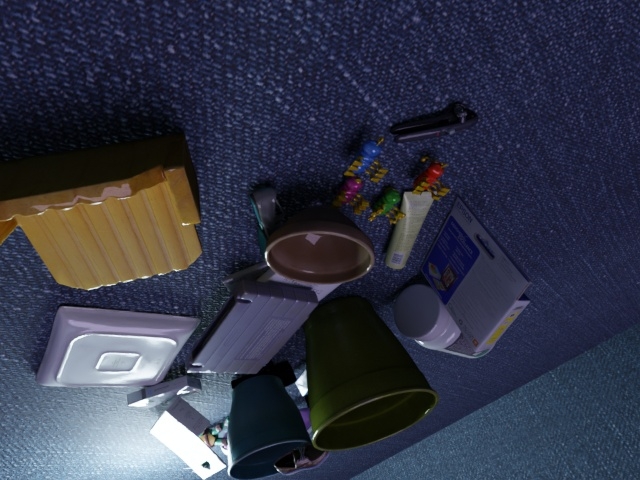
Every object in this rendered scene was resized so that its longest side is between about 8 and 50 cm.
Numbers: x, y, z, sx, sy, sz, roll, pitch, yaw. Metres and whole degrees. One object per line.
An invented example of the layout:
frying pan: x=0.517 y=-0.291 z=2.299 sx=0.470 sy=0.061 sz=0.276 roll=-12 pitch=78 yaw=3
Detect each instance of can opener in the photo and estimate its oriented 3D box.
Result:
can opener: x=0.239 y=-0.236 z=0.884 sx=0.186 sy=0.059 sz=0.073 roll=-15 pitch=140 yaw=-8

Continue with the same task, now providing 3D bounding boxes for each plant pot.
plant pot: x=-0.185 y=0.601 z=1.399 sx=0.272 sy=0.255 sz=0.271 roll=-12 pitch=137 yaw=-11
plant pot: x=0.000 y=0.000 z=0.934 sx=0.237 sy=0.109 sz=0.237 roll=2 pitch=149 yaw=1
plant pot: x=0.104 y=0.375 z=1.267 sx=0.367 sy=0.353 sz=0.366 roll=-13 pitch=139 yaw=-11

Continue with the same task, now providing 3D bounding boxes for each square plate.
square plate: x=-0.550 y=0.311 z=1.149 sx=0.344 sy=0.049 sz=0.347 roll=13 pitch=129 yaw=-33

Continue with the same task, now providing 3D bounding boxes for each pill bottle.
pill bottle: x=0.419 y=0.267 z=1.401 sx=0.361 sy=0.204 sz=0.204 roll=23 pitch=123 yaw=-40

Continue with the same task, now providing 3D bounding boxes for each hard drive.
hard drive: x=-0.093 y=0.144 z=1.141 sx=0.307 sy=0.040 sz=0.203 roll=-40 pitch=137 yaw=20

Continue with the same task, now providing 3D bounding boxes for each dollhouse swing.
dollhouse swing: x=-0.374 y=0.007 z=0.727 sx=0.347 sy=0.315 sz=0.304 roll=-12 pitch=118 yaw=-12

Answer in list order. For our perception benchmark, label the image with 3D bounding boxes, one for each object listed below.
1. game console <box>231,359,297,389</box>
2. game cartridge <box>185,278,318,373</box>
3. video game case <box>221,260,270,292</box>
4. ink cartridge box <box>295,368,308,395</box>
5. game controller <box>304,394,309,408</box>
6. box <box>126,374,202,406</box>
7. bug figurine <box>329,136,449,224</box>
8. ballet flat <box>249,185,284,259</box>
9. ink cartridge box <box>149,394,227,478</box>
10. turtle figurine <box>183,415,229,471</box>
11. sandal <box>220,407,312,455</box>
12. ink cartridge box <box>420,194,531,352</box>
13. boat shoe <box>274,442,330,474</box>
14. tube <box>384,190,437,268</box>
game console: x=-0.221 y=0.441 z=1.438 sx=0.213 sy=0.044 sz=0.361 roll=-20 pitch=139 yaw=-2
game cartridge: x=-0.186 y=0.243 z=1.134 sx=0.230 sy=0.068 sz=0.355 roll=12 pitch=129 yaw=-39
video game case: x=-0.161 y=0.114 z=1.125 sx=0.157 sy=0.019 sz=0.143 roll=-22 pitch=140 yaw=-1
ink cartridge box: x=0.009 y=0.500 z=1.568 sx=0.180 sy=0.060 sz=0.104 roll=-7 pitch=140 yaw=-42
game controller: x=0.027 y=0.688 z=1.798 sx=0.167 sy=0.067 sz=0.319 roll=-16 pitch=139 yaw=-7
box: x=-0.491 y=0.483 z=1.343 sx=0.186 sy=0.038 sz=0.145 roll=-16 pitch=156 yaw=-4
bug figurine: x=0.142 y=-0.129 z=0.943 sx=0.279 sy=0.072 sz=0.216 roll=10 pitch=141 yaw=-34
ballet flat: x=-0.110 y=-0.033 z=0.948 sx=0.068 sy=0.072 sz=0.213 roll=-20 pitch=141 yaw=-15
ink cartridge box: x=-0.433 y=0.666 z=1.416 sx=0.261 sy=0.066 sz=0.296 roll=41 pitch=135 yaw=1
turtle figurine: x=-0.451 y=0.797 z=1.680 sx=0.234 sy=0.118 sz=0.175 roll=-23 pitch=99 yaw=-1
sandal: x=-0.217 y=0.771 z=1.715 sx=0.416 sy=0.169 sz=0.102 roll=-19 pitch=118 yaw=1
ink cartridge box: x=0.410 y=0.087 z=1.123 sx=0.072 sy=0.303 sz=0.307 roll=-6 pitch=138 yaw=-21
boat shoe: x=-0.056 y=0.655 z=1.270 sx=0.183 sy=0.066 sz=0.066 roll=-33 pitch=136 yaw=11
tube: x=0.228 y=-0.030 z=1.112 sx=0.070 sy=0.062 sz=0.240 roll=-42 pitch=153 yaw=-44
